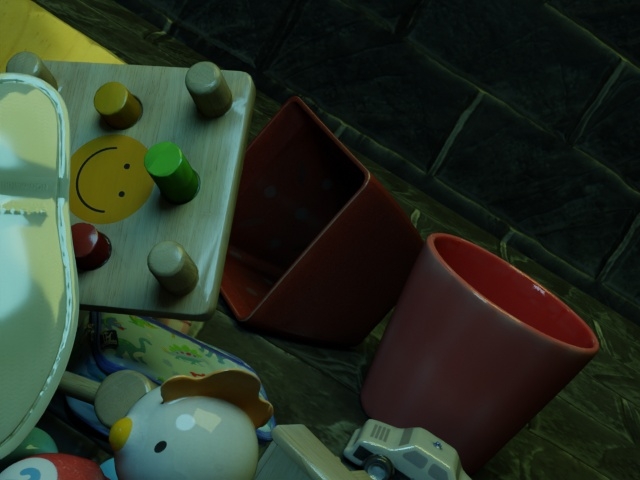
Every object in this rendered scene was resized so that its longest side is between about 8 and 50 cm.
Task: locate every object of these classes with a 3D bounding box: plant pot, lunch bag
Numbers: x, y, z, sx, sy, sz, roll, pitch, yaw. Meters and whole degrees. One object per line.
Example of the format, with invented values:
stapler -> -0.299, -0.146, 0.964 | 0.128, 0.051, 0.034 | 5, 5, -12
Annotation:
plant pot -> 0.196, 0.163, 1.672 | 0.275, 0.243, 0.275 | 29, 15, -9
plant pot -> 0.000, 0.000, 1.819 | 0.235, 0.267, 0.267 | 35, 10, -40
lunch bag -> -0.160, 0.154, 1.309 | 0.219, 0.090, 0.176 | 28, 13, -18

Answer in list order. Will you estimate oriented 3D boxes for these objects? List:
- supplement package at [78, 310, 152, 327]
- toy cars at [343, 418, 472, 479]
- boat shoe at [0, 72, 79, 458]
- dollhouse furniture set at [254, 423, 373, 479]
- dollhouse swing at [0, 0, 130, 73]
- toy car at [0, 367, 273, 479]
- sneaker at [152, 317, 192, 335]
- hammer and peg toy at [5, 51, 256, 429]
supplement package -> -0.288, -0.049, 1.474 | 0.199, 0.198, 0.263 | 21, 18, -32
toy cars -> 0.181, 0.324, 1.438 | 0.176, 0.087, 0.394 | 17, 21, -44
boat shoe -> -0.276, 0.030, 1.052 | 0.127, 0.113, 0.340 | 4, 66, -20
dollhouse furniture set -> 0.066, 0.284, 1.181 | 0.303, 0.174, 0.355 | 42, 19, 31
dollhouse swing -> -0.489, -0.211, 1.852 | 0.346, 0.305, 0.315 | 33, 57, 1
toy car -> -0.139, 0.183, 0.973 | 0.210, 0.238, 0.219 | 23, 18, -31
sneaker -> -0.184, 0.118, 1.463 | 0.051, 0.070, 0.134 | 20, -12, -11
hammer and peg toy -> -0.218, -0.005, 1.180 | 0.265, 0.361, 0.127 | 6, -20, 12
